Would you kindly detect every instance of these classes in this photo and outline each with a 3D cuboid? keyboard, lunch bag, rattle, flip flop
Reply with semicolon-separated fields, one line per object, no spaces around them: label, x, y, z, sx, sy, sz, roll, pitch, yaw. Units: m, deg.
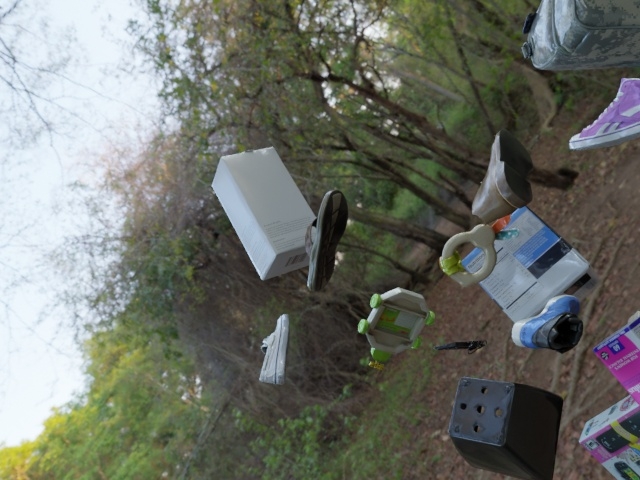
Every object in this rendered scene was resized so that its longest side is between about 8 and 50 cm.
keyboard;0.418;0.318;1.580;0.100;0.038;0.192;-24;-22;36
lunch bag;0.624;-0.473;1.164;0.256;0.305;0.213;81;-172;-76
rattle;0.383;0.016;1.311;0.200;0.130;0.143;-53;-23;5
flip flop;0.000;0.000;1.397;0.112;0.080;0.277;-19;-53;-49

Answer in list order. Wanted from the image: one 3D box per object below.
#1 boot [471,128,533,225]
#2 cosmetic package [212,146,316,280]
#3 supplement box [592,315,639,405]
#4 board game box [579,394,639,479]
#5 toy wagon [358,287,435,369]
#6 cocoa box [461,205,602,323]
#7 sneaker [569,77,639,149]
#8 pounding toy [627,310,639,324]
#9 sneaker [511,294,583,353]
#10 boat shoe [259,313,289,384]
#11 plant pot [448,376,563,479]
boot;0.386;-0.144;1.173;0.115;0.112;0.305;-46;9;40
cosmetic package;-0.158;-0.090;1.635;0.197;0.366;0.155;-16;-26;-32
supplement box;0.760;0.298;1.237;0.114;0.220;0.111;-14;-31;-41
board game box;0.855;0.503;1.365;0.097;0.224;0.303;-27;-25;-48
toy wagon;0.282;0.354;2.146;0.344;0.267;0.068;-65;19;17
cocoa box;0.579;0.087;1.469;0.231;0.228;0.347;-46;-30;15
sneaker;0.803;-0.346;1.463;0.102;0.161;0.282;-7;-6;-38
pounding toy;1.140;0.386;1.870;0.269;0.154;0.154;-55;-23;-39
sneaker;0.375;0.127;0.829;0.152;0.058;0.084;-16;8;-30
boat shoe;-0.127;0.293;1.499;0.226;0.075;0.083;-88;-1;-52
plant pot;0.376;0.381;1.143;0.188;0.167;0.187;-6;56;46
